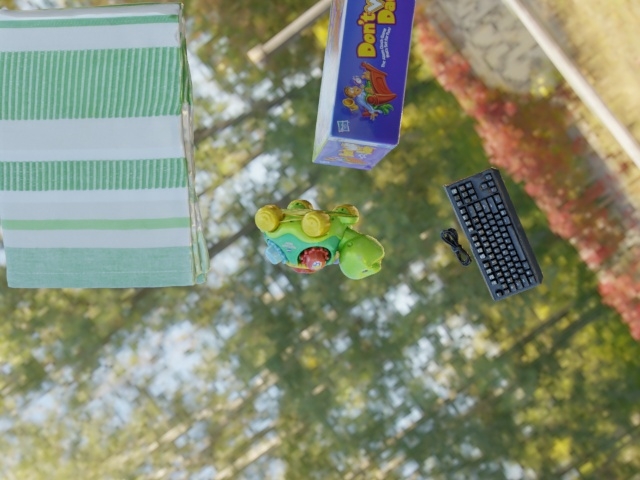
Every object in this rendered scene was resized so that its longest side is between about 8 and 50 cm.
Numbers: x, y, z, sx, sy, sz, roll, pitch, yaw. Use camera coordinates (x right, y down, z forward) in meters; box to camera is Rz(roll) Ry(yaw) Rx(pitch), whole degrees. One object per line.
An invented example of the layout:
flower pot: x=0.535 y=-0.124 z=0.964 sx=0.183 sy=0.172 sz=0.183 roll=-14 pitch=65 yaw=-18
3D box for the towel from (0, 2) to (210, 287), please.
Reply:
towel: x=-0.256 y=-0.104 z=1.420 sx=0.038 sy=0.248 sz=0.324 roll=-55 pitch=-36 yaw=-72

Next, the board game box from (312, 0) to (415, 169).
board game box: x=0.058 y=-0.270 z=1.469 sx=0.233 sy=0.078 sz=0.347 roll=143 pitch=134 yaw=-83

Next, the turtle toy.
turtle toy: x=0.000 y=0.000 z=1.193 sx=0.095 sy=0.130 sz=0.066 roll=-15 pitch=-70 yaw=-64

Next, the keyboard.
keyboard: x=0.222 y=-0.002 z=1.691 sx=0.180 sy=0.108 sz=0.023 roll=65 pitch=-162 yaw=-15
